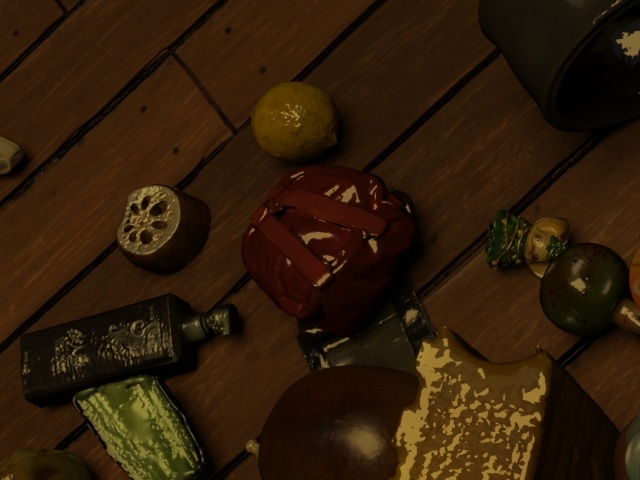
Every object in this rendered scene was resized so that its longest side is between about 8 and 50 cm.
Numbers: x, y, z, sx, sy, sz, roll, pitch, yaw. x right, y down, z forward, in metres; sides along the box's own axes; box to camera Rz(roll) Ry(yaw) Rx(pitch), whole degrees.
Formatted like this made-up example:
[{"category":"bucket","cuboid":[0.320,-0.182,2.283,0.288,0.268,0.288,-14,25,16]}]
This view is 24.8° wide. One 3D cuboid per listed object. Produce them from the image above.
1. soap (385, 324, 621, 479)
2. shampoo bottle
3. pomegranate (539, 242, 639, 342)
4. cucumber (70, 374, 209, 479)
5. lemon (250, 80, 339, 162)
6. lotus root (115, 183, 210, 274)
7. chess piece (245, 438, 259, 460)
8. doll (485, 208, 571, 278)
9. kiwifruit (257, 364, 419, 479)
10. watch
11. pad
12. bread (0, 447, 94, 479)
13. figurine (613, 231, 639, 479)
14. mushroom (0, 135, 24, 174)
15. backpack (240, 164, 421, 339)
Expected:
[{"category":"soap","cuboid":[0.185,0.279,1.510,0.156,0.335,0.293,8,72,27]},{"category":"shampoo bottle","cuboid":[-0.250,0.138,1.926,0.310,0.071,0.098,-16,61,17]},{"category":"pomegranate","cuboid":[0.319,0.066,1.659,0.142,0.114,0.114,32,86,22]},{"category":"cucumber","cuboid":[-0.217,0.242,1.863,0.115,0.086,0.193,-42,65,6]},{"category":"lemon","cuboid":[-0.035,-0.156,1.917,0.133,0.109,0.109,17,78,23]},{"category":"lotus root","cuboid":[-0.214,-0.018,1.971,0.112,0.081,0.122,11,75,21]},{"category":"chess piece","cuboid":[-0.056,0.270,1.802,0.092,0.035,0.035,24,82,34]},{"category":"doll","cuboid":[0.254,0.004,1.756,0.113,0.076,0.078,8,99,-1]},{"category":"kiwifruit","cuboid":[0.038,0.237,1.653,0.234,0.196,0.196,-3,69,27]},{"category":"watch","cuboid":[0.372,-0.276,1.687,0.327,0.335,0.314,-42,62,27]},{"category":"pad","cuboid":[0.077,0.172,1.786,0.174,0.022,0.233,-32,59,12]},{"category":"bread","cuboid":[-0.336,0.384,1.837,0.152,0.130,0.267,-11,59,-19]},{"category":"figurine","cuboid":[0.445,0.119,1.471,0.277,0.248,0.388,13,87,31]},{"category":"mushroom","cuboid":[-0.524,-0.148,2.174,0.209,0.071,0.084,26,50,28]},{"category":"backpack","cuboid":[0.001,0.001,1.815,0.229,0.139,0.229,-14,59,24]}]
